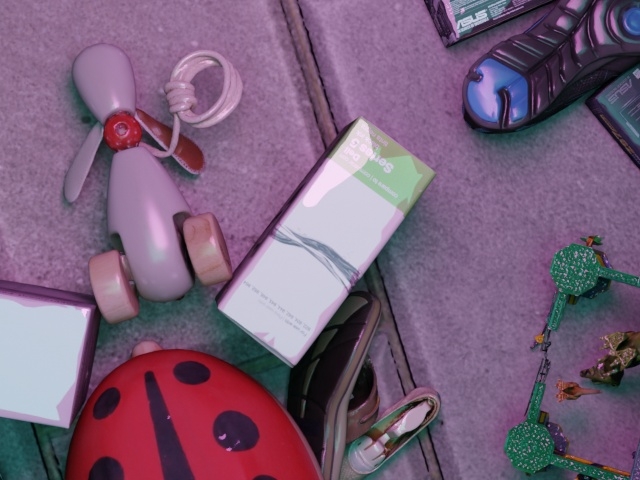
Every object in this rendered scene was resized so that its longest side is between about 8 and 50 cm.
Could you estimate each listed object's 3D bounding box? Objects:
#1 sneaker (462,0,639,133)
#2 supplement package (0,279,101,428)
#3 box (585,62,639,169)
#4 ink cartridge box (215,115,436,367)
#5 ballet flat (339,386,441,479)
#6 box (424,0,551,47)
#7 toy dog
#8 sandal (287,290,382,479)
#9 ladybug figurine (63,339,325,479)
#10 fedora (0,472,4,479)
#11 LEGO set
[{"bbox_3d":[0.311,-0.239,1.882,0.340,0.139,0.125,-29,85,-3],"label":"sneaker"},{"bbox_3d":[-0.329,0.123,1.778,0.139,0.244,0.134,10,90,-4],"label":"supplement package"},{"bbox_3d":[0.471,-0.179,1.931,0.232,0.059,0.183,-42,93,-4],"label":"box"},{"bbox_3d":[0.000,0.000,1.825,0.114,0.198,0.273,37,88,-4],"label":"ink cartridge box"},{"bbox_3d":[0.077,0.237,1.908,0.168,0.052,0.057,-42,95,-3],"label":"ballet flat"},{"bbox_3d":[0.246,-0.405,1.901,0.307,0.076,0.242,-24,92,-4],"label":"box"},{"bbox_3d":[-0.202,-0.054,1.846,0.220,0.161,0.334,3,73,4],"label":"toy dog"},{"bbox_3d":[0.019,0.207,1.888,0.086,0.120,0.303,12,92,-33],"label":"sandal"},{"bbox_3d":[-0.145,0.302,1.764,0.305,0.162,0.449,-22,63,-5],"label":"ladybug figurine"},{"bbox_3d":[-0.530,0.336,1.811,0.334,0.152,0.334,0,90,-5],"label":"fedora"},{"bbox_3d":[0.373,0.165,1.899,0.255,0.192,0.331,6,87,25],"label":"LEGO set"}]
